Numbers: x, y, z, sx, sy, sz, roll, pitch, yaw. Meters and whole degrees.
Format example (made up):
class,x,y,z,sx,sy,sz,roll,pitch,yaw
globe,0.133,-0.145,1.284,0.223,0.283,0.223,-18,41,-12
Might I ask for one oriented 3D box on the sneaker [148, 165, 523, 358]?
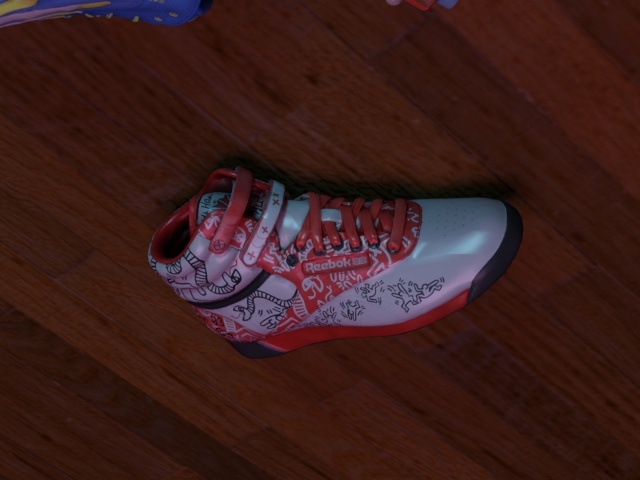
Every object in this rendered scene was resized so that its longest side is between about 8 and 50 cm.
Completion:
class,x,y,z,sx,sy,sz,roll,pitch,yaw
sneaker,-0.001,0.001,0.930,0.270,0.090,0.145,-19,132,33

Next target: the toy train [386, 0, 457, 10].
class,x,y,z,sx,sy,sz,roll,pitch,yaw
toy train,0.033,-0.196,0.742,0.166,0.046,0.125,31,134,-20

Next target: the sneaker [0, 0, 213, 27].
class,x,y,z,sx,sy,sz,roll,pitch,yaw
sneaker,-0.143,-0.159,0.792,0.240,0.091,0.126,-26,126,34
